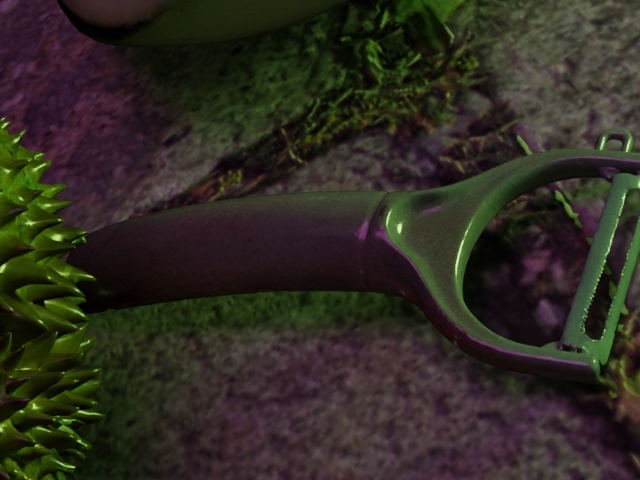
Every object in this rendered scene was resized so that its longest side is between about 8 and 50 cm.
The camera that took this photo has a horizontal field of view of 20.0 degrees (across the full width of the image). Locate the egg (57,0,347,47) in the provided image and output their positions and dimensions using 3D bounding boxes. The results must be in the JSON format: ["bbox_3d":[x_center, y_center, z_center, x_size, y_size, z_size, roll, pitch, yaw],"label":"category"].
[{"bbox_3d":[-0.006,-0.202,0.881,0.286,0.174,0.264,-54,37,15],"label":"egg"}]

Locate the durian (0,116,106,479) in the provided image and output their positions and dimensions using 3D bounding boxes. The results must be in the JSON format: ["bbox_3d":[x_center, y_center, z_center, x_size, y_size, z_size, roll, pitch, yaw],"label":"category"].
[{"bbox_3d":[-0.218,0.042,0.726,0.291,0.291,0.224,-20,7,17],"label":"durian"}]

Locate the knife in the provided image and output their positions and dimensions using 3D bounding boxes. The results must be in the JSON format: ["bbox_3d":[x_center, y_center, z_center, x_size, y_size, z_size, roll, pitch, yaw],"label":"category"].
[{"bbox_3d":[-0.001,-0.001,0.763,0.278,0.053,0.123,-1,45,32],"label":"knife"}]
